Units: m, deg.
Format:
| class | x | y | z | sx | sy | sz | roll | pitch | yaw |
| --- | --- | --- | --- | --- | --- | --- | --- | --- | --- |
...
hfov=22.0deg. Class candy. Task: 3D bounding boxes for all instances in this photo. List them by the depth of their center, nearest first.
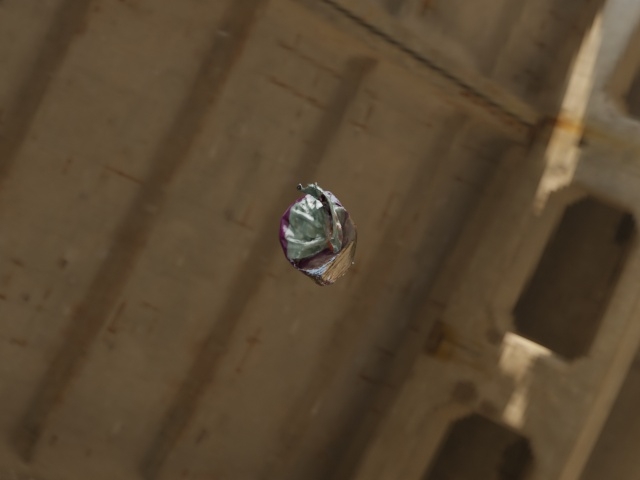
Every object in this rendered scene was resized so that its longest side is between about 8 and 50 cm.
| class | x | y | z | sx | sy | sz | roll | pitch | yaw |
| --- | --- | --- | --- | --- | --- | --- | --- | --- | --- |
| candy | 0.000 | 0.000 | 0.935 | 0.043 | 0.045 | 0.175 | -35 | -9 | -1 |
